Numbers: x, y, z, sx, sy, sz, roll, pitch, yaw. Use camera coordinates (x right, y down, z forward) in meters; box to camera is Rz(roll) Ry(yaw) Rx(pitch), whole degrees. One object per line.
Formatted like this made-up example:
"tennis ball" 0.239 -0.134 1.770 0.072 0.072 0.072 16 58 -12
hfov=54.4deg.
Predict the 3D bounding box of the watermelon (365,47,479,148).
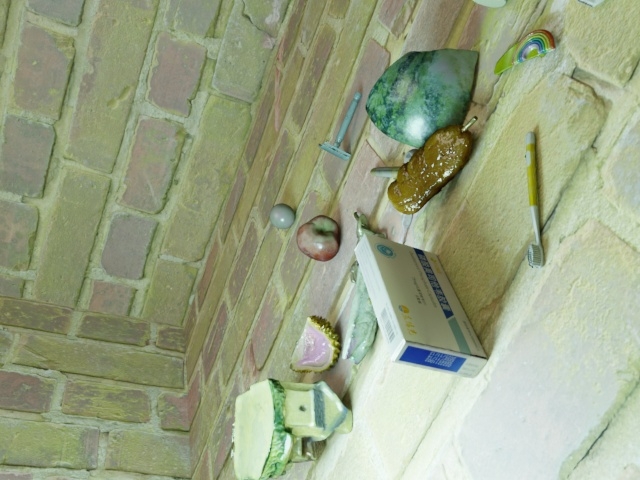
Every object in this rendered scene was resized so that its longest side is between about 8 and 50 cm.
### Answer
"watermelon" 0.263 -0.360 1.550 0.176 0.256 0.260 -36 -18 -38

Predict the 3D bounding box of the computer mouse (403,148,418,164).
"computer mouse" 0.247 -0.192 1.633 0.066 0.039 0.096 -157 68 -70

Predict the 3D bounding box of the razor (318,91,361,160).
"razor" 0.086 -0.402 2.134 0.232 0.106 0.068 -68 21 -4

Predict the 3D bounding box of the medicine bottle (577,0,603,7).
"medicine bottle" 0.496 -0.542 1.150 0.115 0.078 0.219 125 151 -48

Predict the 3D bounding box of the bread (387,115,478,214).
"bread" 0.275 -0.179 1.488 0.124 0.084 0.344 62 142 18

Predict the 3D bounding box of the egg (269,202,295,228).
"egg" -0.156 -0.099 2.519 0.135 0.103 0.103 -128 54 -66

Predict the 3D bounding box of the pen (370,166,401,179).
"pen" 0.196 -0.191 1.777 0.233 0.032 0.040 -164 64 -71

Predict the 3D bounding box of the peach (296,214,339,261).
"peach" 0.000 0.000 2.042 0.152 0.152 0.152 -166 90 -69

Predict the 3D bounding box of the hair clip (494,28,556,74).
"hair clip" 0.423 -0.396 1.312 0.188 0.033 0.060 166 117 -67

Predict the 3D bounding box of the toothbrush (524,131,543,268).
"toothbrush" 0.402 -0.083 1.182 0.021 0.024 0.288 139 140 -60

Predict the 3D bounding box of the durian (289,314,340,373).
"durian" -0.015 0.314 1.865 0.165 0.132 0.182 169 109 -76

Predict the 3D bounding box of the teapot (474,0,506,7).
"teapot" 0.415 -0.648 1.441 0.107 0.077 0.200 -86 12 -84

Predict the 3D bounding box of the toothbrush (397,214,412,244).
"toothbrush" 0.193 0.059 1.633 0.029 0.025 0.307 -158 82 -78

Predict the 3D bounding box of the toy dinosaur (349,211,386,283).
"toy dinosaur" 0.119 -0.014 1.813 0.200 0.072 0.251 121 145 -62

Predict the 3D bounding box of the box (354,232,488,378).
"box" 0.202 0.129 1.320 0.065 0.200 0.343 -61 25 29

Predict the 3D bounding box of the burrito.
"burrito" 0.123 0.175 1.655 0.066 0.096 0.309 4 78 51

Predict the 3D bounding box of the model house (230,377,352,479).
"model house" -0.073 0.521 1.690 0.321 0.266 0.261 -40 47 54
